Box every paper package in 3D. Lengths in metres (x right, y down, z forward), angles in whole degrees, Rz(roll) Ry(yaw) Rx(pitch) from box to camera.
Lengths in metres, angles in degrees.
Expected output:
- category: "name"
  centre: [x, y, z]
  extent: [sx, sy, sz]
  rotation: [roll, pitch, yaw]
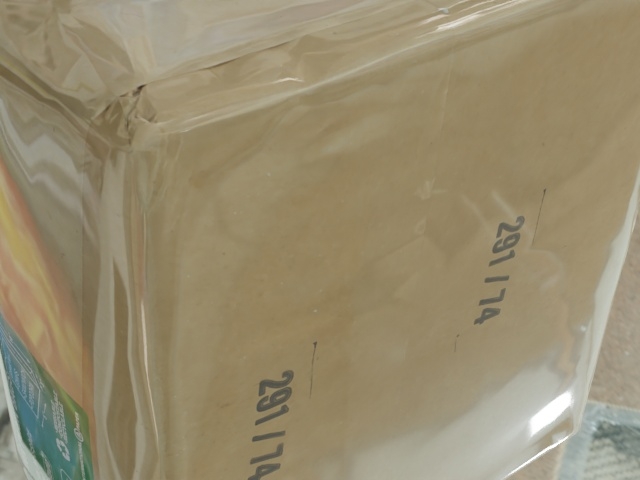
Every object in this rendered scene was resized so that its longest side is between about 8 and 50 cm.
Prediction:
- category: "paper package"
  centre: [0.000, 0.000, 0.545]
  extent: [0.309, 0.325, 0.168]
  rotation: [-23, -134, -29]
